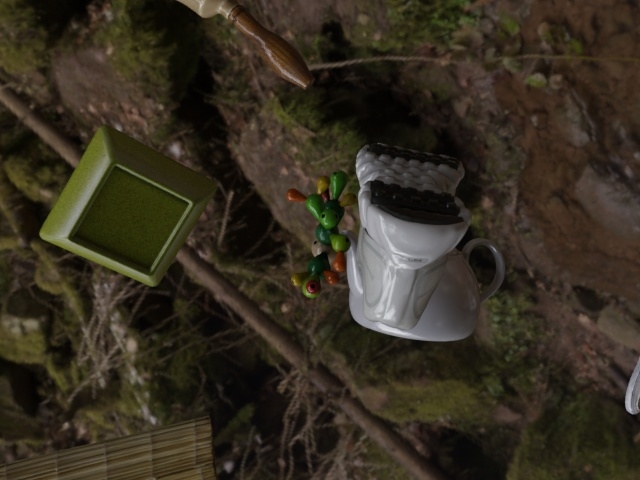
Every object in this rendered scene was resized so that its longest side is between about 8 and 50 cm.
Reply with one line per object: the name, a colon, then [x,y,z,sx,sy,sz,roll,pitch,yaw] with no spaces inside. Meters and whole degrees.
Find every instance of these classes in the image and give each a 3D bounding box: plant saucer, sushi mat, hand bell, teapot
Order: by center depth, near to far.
hand bell: [-0.101,-0.280,0.949,0.242,0.126,0.126,45,161,4]
plant saucer: [-0.265,-0.036,1.045,0.188,0.188,0.045,28,-169,-27]
sushi mat: [-0.304,0.356,1.084,0.019,0.316,0.151,-143,48,-62]
teapot: [0.180,0.065,1.342,0.252,0.256,0.187,11,97,25]

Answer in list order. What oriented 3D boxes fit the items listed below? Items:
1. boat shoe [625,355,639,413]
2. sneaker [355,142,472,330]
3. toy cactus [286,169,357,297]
boat shoe: [0.411,0.172,0.926,0.035,0.100,0.035,18,-177,-41]
sneaker: [0.077,-0.018,0.709,0.292,0.110,0.118,-64,-16,-68]
toy cactus: [0.000,0.000,1.200,0.180,0.112,0.219,90,-178,-69]
